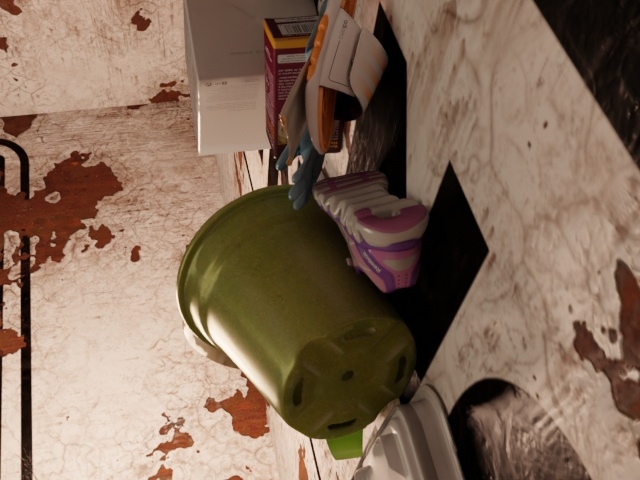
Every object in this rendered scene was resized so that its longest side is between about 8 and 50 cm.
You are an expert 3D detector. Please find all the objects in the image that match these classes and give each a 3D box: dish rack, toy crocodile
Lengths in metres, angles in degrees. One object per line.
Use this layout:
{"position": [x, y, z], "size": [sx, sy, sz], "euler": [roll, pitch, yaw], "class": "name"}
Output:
{"position": [0.118, 0.366, 0.839], "size": [0.285, 0.072, 0.332], "euler": [104, 154, -58], "class": "dish rack"}
{"position": [0.019, 0.247, 1.081], "size": [0.340, 0.115, 0.105], "euler": [150, 112, -79], "class": "toy crocodile"}

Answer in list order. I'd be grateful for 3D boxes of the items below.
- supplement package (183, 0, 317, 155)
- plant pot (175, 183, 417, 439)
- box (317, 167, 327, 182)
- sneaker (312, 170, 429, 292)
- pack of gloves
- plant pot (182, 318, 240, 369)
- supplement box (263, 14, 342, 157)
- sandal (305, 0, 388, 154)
{"position": [-0.121, -0.293, 1.197], "size": [0.262, 0.199, 0.198], "euler": [117, 144, -69], "class": "supplement package"}
{"position": [-0.016, 0.104, 0.919], "size": [0.254, 0.276, 0.276], "euler": [47, 145, 49], "class": "plant pot"}
{"position": [0.000, 0.000, 1.215], "size": [0.136, 0.037, 0.225], "euler": [-112, 20, -50], "class": "box"}
{"position": [0.056, -0.012, 0.842], "size": [0.236, 0.095, 0.104], "euler": [-126, 23, -63], "class": "sneaker"}
{"position": [-0.020, -0.167, 0.872], "size": [0.195, 0.046, 0.232], "euler": [81, -158, -54], "class": "pack of gloves"}
{"position": [-0.140, 0.086, 1.504], "size": [0.256, 0.257, 0.274], "euler": [-116, 37, -55], "class": "plant pot"}
{"position": [-0.024, -0.220, 1.031], "size": [0.080, 0.104, 0.188], "euler": [-111, 18, -47], "class": "supplement box"}
{"position": [0.041, -0.227, 0.805], "size": [0.102, 0.076, 0.265], "euler": [34, -113, -78], "class": "sandal"}
